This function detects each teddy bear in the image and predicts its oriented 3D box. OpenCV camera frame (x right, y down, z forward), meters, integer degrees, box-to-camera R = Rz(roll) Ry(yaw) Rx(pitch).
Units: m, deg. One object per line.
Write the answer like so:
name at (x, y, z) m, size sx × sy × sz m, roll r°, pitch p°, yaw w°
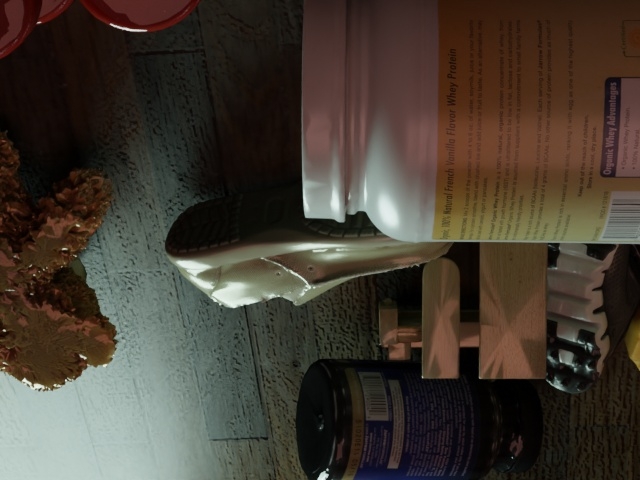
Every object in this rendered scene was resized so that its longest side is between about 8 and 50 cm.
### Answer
teddy bear at (-0.303, -0.021, 1.340) m, size 0.338 × 0.113 × 0.245 m, roll 39°, pitch 116°, yaw -20°

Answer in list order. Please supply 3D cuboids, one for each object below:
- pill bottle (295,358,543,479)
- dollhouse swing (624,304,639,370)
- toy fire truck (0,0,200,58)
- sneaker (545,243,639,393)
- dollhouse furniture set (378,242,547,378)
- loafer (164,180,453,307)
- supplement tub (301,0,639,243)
pill bottle at (0.096, 0.176, 1.471) m, size 0.219 × 0.123 × 0.123 m, roll 3°, pitch 135°, yaw -19°
dollhouse swing at (0.485, 0.105, 1.306) m, size 0.305 × 0.315 × 0.347 m, roll -7°, pitch 137°, yaw -20°
toy fire truck at (-0.193, -0.272, 1.069) m, size 0.302 × 0.169 × 0.254 m, roll -9°, pitch 108°, yaw 10°
sneaker at (0.244, 0.014, 1.360) m, size 0.078 × 0.106 × 0.234 m, roll 17°, pitch 120°, yaw 31°
dollhouse furniture set at (0.124, 0.044, 1.380) m, size 0.144 × 0.151 × 0.123 m, roll 0°, pitch 101°, yaw 3°
loafer at (0.000, 0.000, 1.344) m, size 0.268 × 0.102 × 0.092 m, roll -6°, pitch 135°, yaw 19°
supplement tub at (0.145, -0.110, 1.139) m, size 0.316 × 0.228 × 0.228 m, roll 1°, pitch 133°, yaw 1°
